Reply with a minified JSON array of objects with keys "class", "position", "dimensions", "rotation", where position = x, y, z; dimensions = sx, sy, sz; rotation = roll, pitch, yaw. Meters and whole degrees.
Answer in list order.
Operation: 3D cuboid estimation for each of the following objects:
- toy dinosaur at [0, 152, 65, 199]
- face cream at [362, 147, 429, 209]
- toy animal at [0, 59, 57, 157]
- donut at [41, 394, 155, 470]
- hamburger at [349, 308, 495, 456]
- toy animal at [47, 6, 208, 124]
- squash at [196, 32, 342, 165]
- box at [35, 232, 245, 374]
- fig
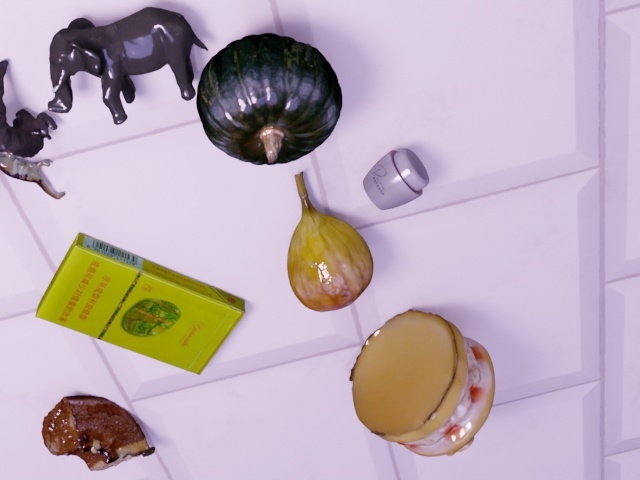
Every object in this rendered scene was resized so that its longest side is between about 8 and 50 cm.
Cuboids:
[{"class":"toy dinosaur","position":[-0.482,-0.120,1.220],"dimensions":[0.180,0.037,0.058],"rotation":[32,111,-28]},{"class":"face cream","position":[0.127,-0.102,1.292],"dimensions":[0.095,0.091,0.091],"rotation":[-33,124,25]},{"class":"toy animal","position":[-0.499,-0.171,1.106],"dimensions":[0.084,0.232,0.148],"rotation":[-33,85,43]},{"class":"donut","position":[-0.455,0.396,1.554],"dimensions":[0.126,0.144,0.186],"rotation":[-35,154,23]},{"class":"hamburger","position":[0.195,0.294,1.494],"dimensions":[0.302,0.261,0.186],"rotation":[-27,131,33]},{"class":"toy animal","position":[-0.291,-0.259,1.117],"dimensions":[0.245,0.114,0.146],"rotation":[-28,134,-15]},{"class":"squash","position":[-0.075,-0.205,1.136],"dimensions":[0.218,0.172,0.218],"rotation":[-3,127,-4]},{"class":"box","position":[-0.327,0.126,1.414],"dimensions":[0.334,0.047,0.187],"rotation":[25,118,-23]},{"class":"fig","position":[0.000,0.000,1.333],"dimensions":[0.159,0.159,0.257],"rotation":[-16,109,3]}]
